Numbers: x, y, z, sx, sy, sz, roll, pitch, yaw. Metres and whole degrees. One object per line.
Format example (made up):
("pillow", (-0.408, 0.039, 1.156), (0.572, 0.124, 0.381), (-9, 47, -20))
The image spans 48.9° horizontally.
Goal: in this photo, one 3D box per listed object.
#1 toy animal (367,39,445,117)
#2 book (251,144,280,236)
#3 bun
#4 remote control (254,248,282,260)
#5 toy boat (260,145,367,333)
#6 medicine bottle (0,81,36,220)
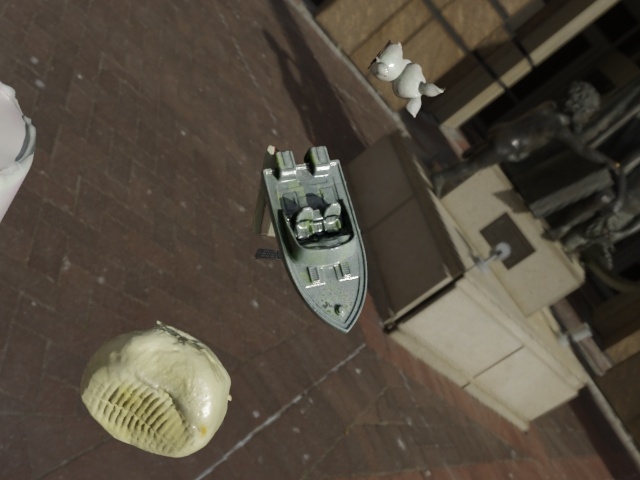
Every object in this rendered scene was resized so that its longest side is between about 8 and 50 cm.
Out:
("toy animal", (0.145, -0.282, 1.216), (0.124, 0.071, 0.085), (41, 19, -8))
("book", (-0.093, -0.089, 1.358), (0.022, 0.162, 0.232), (11, 0, 5))
("bun", (-0.243, 0.221, 1.076), (0.229, 0.229, 0.145), (45, 41, -18))
("remote control", (-0.101, 0.035, 1.578), (0.034, 0.091, 0.016), (-66, 156, -48))
("toy boat", (0.000, 0.000, 1.167), (0.141, 0.092, 0.320), (-10, 74, -19))
("medicine bottle", (-0.474, -0.011, 0.751), (0.213, 0.379, 0.213), (30, 30, -19))
